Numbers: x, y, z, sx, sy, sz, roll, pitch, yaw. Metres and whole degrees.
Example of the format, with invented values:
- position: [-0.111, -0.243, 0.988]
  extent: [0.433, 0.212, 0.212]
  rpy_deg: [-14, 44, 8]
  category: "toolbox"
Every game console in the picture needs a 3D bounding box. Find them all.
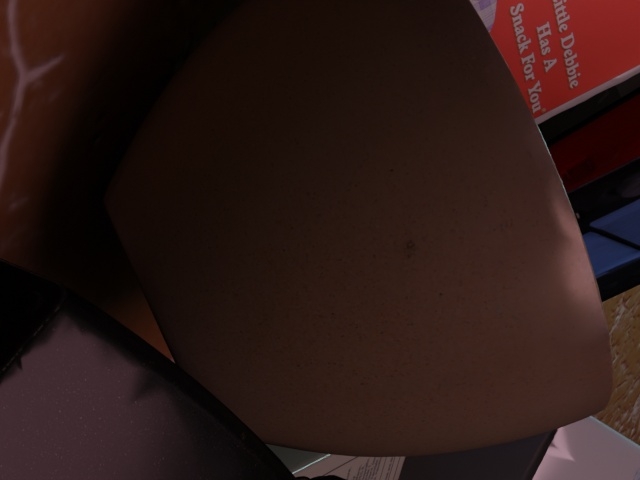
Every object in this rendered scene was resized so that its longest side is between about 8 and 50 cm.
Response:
- position: [0.215, -0.014, 1.150]
  extent: [0.342, 0.060, 0.386]
  rpy_deg: [-32, 162, 18]
  category: "game console"

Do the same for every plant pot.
- position: [0.000, 0.000, 0.848]
  extent: [0.191, 0.284, 0.284]
  rpy_deg: [-25, 144, -6]
  category: "plant pot"
- position: [-0.155, 0.101, 0.718]
  extent: [0.187, 0.188, 0.167]
  rpy_deg: [-51, 140, -24]
  category: "plant pot"

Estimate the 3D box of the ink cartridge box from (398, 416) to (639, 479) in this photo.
- position: [0.157, 0.224, 1.257]
  extent: [0.270, 0.198, 0.197]
  rpy_deg: [32, 85, -39]
  category: "ink cartridge box"

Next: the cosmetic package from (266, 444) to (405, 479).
- position: [-0.077, 0.183, 0.995]
  extent: [0.309, 0.113, 0.160]
  rpy_deg: [-16, 127, -56]
  category: "cosmetic package"

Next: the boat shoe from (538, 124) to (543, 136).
- position: [0.227, -0.113, 1.310]
  extent: [0.341, 0.121, 0.110]
  rpy_deg: [53, 31, -52]
  category: "boat shoe"

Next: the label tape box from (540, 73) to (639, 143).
- position: [0.272, -0.153, 1.101]
  extent: [0.240, 0.106, 0.334]
  rpy_deg: [-16, 162, -27]
  category: "label tape box"

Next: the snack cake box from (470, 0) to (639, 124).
- position: [0.099, -0.195, 0.886]
  extent: [0.152, 0.089, 0.264]
  rpy_deg: [-28, 130, -11]
  category: "snack cake box"

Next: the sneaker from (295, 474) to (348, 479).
- position: [0.012, 0.203, 0.837]
  extent: [0.147, 0.130, 0.330]
  rpy_deg: [-57, 171, 0]
  category: "sneaker"
